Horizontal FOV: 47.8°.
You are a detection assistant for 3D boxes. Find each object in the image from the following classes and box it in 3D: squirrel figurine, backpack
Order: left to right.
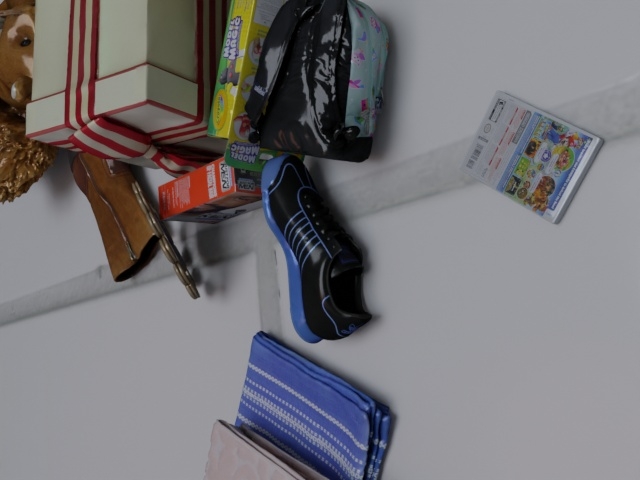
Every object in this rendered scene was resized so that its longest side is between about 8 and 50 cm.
[{"bbox_3d":[-0.551,-0.272,1.328,0.371,0.281,0.396,14,111,35],"label":"squirrel figurine"},{"bbox_3d":[0.004,-0.185,0.819,0.152,0.115,0.182,12,98,30],"label":"backpack"}]

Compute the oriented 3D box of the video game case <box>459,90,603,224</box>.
[{"bbox_3d":[0.197,-0.082,0.691,0.122,0.011,0.087,39,113,40],"label":"video game case"}]

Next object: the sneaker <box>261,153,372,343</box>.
[{"bbox_3d":[0.000,0.000,0.840,0.090,0.081,0.232,-22,78,39],"label":"sneaker"}]

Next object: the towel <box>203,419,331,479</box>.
[{"bbox_3d":[-0.046,0.412,0.820,0.317,0.053,0.331,19,102,48],"label":"towel"}]

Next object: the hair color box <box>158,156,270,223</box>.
[{"bbox_3d":[-0.131,-0.064,0.962,0.167,0.093,0.053,-17,76,44],"label":"hair color box"}]

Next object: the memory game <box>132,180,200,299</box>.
[{"bbox_3d":[-0.214,0.003,1.007,0.012,0.186,0.186,-28,58,-8],"label":"memory game"}]

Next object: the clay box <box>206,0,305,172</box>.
[{"bbox_3d":[-0.061,-0.195,0.878,0.053,0.127,0.222,20,100,45],"label":"clay box"}]

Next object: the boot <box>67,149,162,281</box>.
[{"bbox_3d":[-0.318,-0.114,1.152,0.264,0.096,0.280,-46,57,32],"label":"boot"}]

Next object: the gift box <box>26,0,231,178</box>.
[{"bbox_3d":[-0.230,-0.217,0.968,0.276,0.255,0.258,-9,78,38],"label":"gift box"}]

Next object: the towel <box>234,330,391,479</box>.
[{"bbox_3d":[-0.045,0.304,0.882,0.243,0.040,0.335,23,103,45],"label":"towel"}]
